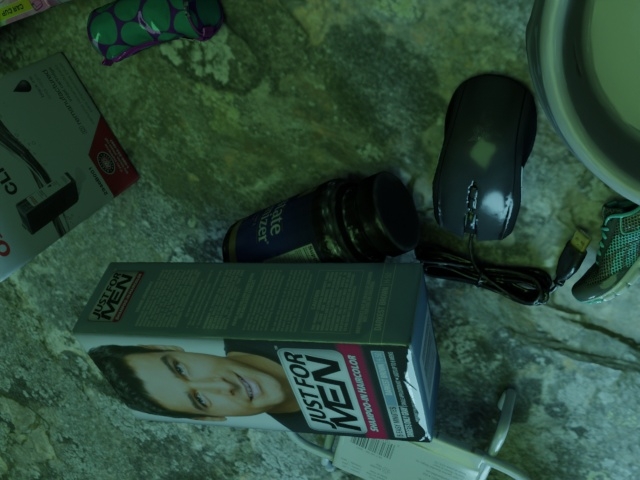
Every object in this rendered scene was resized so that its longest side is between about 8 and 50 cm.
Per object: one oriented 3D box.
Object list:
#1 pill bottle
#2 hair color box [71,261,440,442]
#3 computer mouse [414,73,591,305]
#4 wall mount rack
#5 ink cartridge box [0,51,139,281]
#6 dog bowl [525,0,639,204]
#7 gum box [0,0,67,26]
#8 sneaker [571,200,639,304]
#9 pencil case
[{"bbox_3d":[0.000,0.000,0.818,0.219,0.123,0.123,-21,109,33],"label":"pill bottle"},{"bbox_3d":[-0.064,0.124,0.793,0.374,0.113,0.185,0,135,18],"label":"hair color box"},{"bbox_3d":[0.201,-0.035,0.741,0.184,0.060,0.262,18,126,15],"label":"computer mouse"},{"bbox_3d":[0.116,0.294,0.953,0.350,0.130,0.304,21,123,13],"label":"wall mount rack"},{"bbox_3d":[-0.383,-0.085,0.849,0.114,0.273,0.197,-17,112,33],"label":"ink cartridge box"},{"bbox_3d":[0.334,-0.168,0.542,0.349,0.102,0.349,9,115,19],"label":"dog bowl"},{"bbox_3d":[-0.366,-0.314,0.812,0.188,0.062,0.107,1,121,39],"label":"gum box"},{"bbox_3d":[0.311,-0.005,0.713,0.076,0.065,0.166,40,119,3],"label":"sneaker"},{"bbox_3d":[-0.190,-0.247,0.789,0.152,0.064,0.070,-5,92,28],"label":"pencil case"}]
